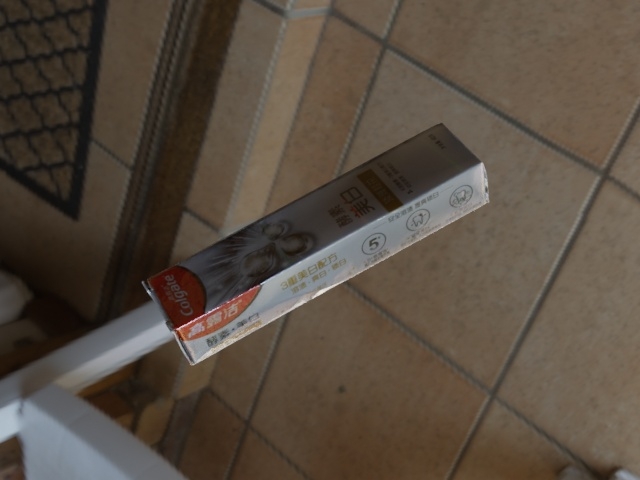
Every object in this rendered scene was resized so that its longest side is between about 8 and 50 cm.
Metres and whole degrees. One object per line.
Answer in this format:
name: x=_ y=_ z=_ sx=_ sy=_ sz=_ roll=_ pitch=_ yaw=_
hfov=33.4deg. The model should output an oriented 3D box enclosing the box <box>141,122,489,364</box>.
box: x=0.000 y=0.000 z=0.666 sx=0.055 sy=0.218 sz=0.039 roll=51 pitch=166 yaw=43
